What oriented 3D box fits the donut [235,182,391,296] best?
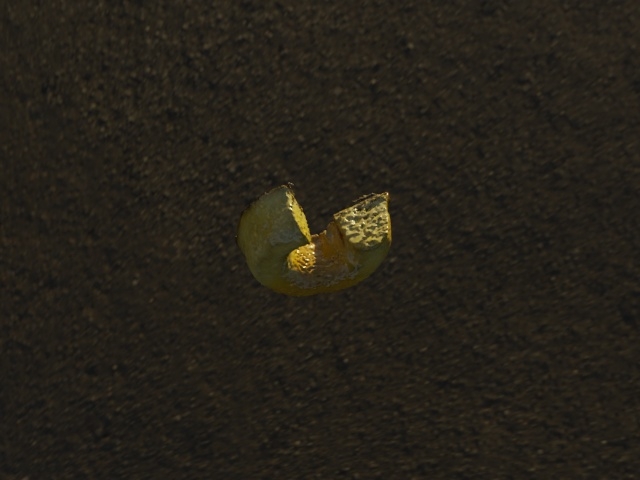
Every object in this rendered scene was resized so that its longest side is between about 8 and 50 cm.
[{"bbox_3d":[-0.007,0.007,1.305,0.181,0.146,0.078,3,51,-32],"label":"donut"}]
